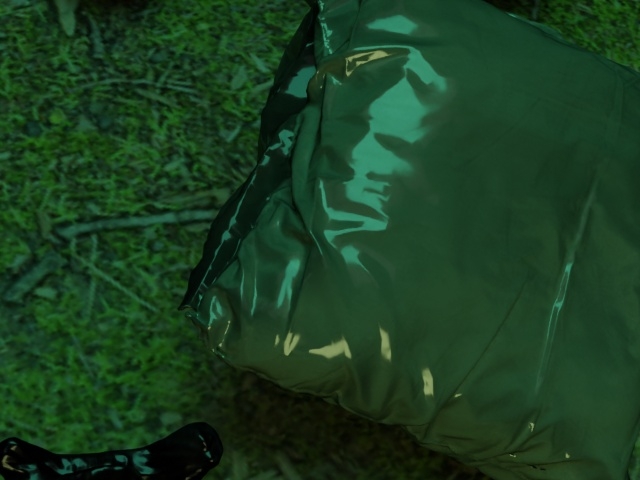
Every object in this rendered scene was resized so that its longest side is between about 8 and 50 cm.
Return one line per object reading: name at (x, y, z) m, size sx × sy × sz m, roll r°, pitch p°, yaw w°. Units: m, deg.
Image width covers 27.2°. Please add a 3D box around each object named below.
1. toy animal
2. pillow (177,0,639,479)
toy animal at (-0.092, 0.182, 0.616) m, size 0.121 × 0.117 × 0.210 m, roll 2°, pitch 48°, yaw -20°
pillow at (0.085, -0.005, 0.748) m, size 0.310 × 0.138 × 0.283 m, roll 23°, pitch 67°, yaw -23°
